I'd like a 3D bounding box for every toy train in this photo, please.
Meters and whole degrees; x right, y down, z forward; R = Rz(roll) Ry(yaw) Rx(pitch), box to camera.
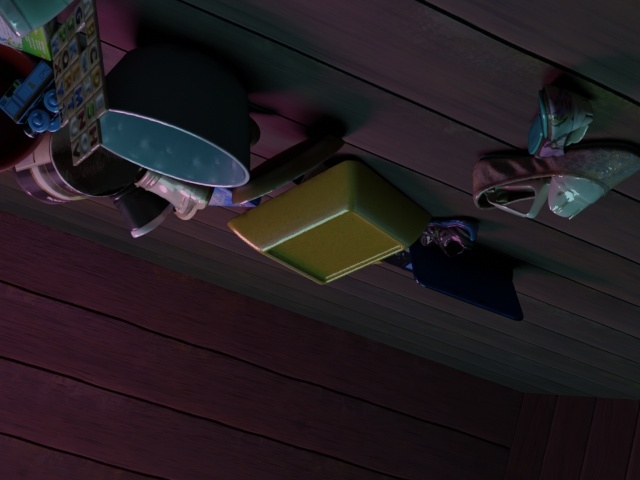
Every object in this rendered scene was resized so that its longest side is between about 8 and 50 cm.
[{"bbox_3d":[-0.497,-0.277,1.620,0.105,0.184,0.080,43,-169,0],"label":"toy train"}]

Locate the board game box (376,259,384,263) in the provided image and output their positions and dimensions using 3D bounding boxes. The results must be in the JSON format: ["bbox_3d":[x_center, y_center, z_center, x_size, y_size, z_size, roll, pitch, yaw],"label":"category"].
[{"bbox_3d":[0.000,0.000,2.355,0.242,0.064,0.316,23,166,-23],"label":"board game box"}]

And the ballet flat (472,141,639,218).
[{"bbox_3d":[0.373,-0.087,1.432,0.108,0.106,0.316,26,164,-33],"label":"ballet flat"}]

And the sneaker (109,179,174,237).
[{"bbox_3d":[-0.430,-0.116,2.117,0.147,0.105,0.296,63,-176,-15],"label":"sneaker"}]

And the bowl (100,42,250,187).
[{"bbox_3d":[-0.248,-0.225,1.520,0.312,0.163,0.311,15,167,4],"label":"bowl"}]

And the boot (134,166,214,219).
[{"bbox_3d":[-0.346,-0.118,2.016,0.165,0.077,0.213,23,163,-19],"label":"boot"}]

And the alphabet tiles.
[{"bbox_3d":[-0.383,-0.248,1.403,0.009,0.237,0.198,-2,169,-35],"label":"alphabet tiles"}]

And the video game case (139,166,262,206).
[{"bbox_3d":[-0.312,-0.156,2.114,0.244,0.061,0.269,6,163,42],"label":"video game case"}]

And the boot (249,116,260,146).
[{"bbox_3d":[-0.206,-0.214,1.756,0.248,0.090,0.207,11,178,18],"label":"boot"}]

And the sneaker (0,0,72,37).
[{"bbox_3d":[-0.402,-0.409,1.143,0.256,0.151,0.094,58,166,-17],"label":"sneaker"}]

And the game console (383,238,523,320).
[{"bbox_3d":[0.314,0.111,2.153,0.293,0.173,0.250,21,153,-14],"label":"game console"}]

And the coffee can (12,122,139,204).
[{"bbox_3d":[-0.546,-0.188,1.966,0.201,0.201,0.275,25,164,-32],"label":"coffee can"}]

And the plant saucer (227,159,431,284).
[{"bbox_3d":[0.029,-0.013,1.896,0.333,0.081,0.333,-25,146,26],"label":"plant saucer"}]

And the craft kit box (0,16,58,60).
[{"bbox_3d":[-0.560,-0.399,1.442,0.247,0.061,0.250,21,167,-8],"label":"craft kit box"}]

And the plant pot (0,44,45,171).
[{"bbox_3d":[-0.682,-0.263,1.757,0.275,0.275,0.243,22,177,-20],"label":"plant pot"}]

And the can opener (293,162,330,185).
[{"bbox_3d":[0.044,-0.098,1.926,0.280,0.074,0.093,32,-166,-44],"label":"can opener"}]

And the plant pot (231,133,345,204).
[{"bbox_3d":[-0.066,-0.138,1.623,0.032,0.236,0.236,60,153,-12],"label":"plant pot"}]

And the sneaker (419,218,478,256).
[{"bbox_3d":[0.275,-0.003,1.958,0.067,0.078,0.188,14,171,-28],"label":"sneaker"}]

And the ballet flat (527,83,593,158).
[{"bbox_3d":[0.339,-0.168,1.247,0.079,0.076,0.221,-4,168,8],"label":"ballet flat"}]
